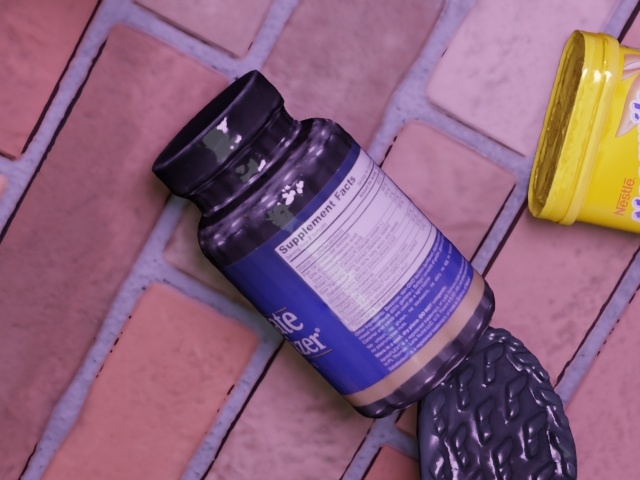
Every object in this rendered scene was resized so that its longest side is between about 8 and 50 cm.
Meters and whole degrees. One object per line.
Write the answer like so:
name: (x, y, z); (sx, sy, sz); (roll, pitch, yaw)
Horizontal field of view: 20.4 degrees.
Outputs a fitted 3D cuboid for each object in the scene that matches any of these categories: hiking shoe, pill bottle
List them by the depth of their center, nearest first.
pill bottle: (0.000, 0.000, 1.145); (0.123, 0.123, 0.219); (-42, 102, 9)
hiking shoe: (0.114, 0.211, 1.211); (0.113, 0.132, 0.304); (-8, 82, -18)

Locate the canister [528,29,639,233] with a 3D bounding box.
canister: (0.235, -0.059, 1.162); (0.170, 0.073, 0.126); (11, 104, -6)
